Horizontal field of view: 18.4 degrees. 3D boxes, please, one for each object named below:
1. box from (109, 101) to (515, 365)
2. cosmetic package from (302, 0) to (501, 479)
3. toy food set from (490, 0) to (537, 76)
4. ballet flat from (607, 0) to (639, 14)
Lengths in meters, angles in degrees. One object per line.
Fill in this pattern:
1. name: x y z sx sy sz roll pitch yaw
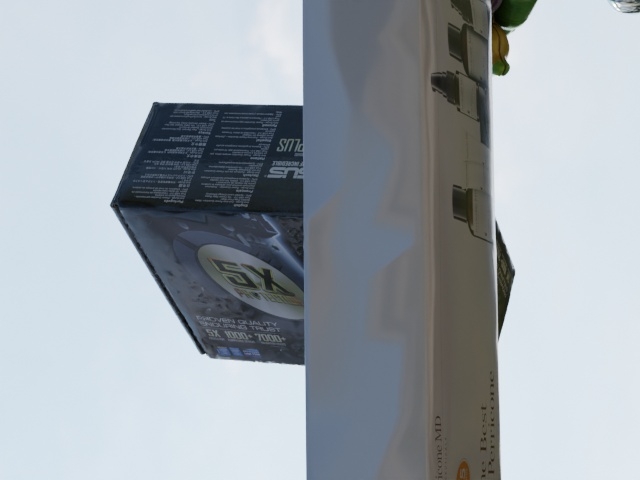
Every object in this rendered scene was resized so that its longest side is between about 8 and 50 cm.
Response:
1. box: 0.000 0.000 1.087 0.147 0.180 0.077 65 -144 -48
2. cosmetic package: 0.037 0.002 0.860 0.099 0.060 0.239 13 -106 -64
3. toy food set: 0.118 -0.191 1.404 0.128 0.071 0.218 -20 -44 -33
4. ballet flat: 0.243 -0.248 1.387 0.070 0.070 0.188 -5 -66 -62
